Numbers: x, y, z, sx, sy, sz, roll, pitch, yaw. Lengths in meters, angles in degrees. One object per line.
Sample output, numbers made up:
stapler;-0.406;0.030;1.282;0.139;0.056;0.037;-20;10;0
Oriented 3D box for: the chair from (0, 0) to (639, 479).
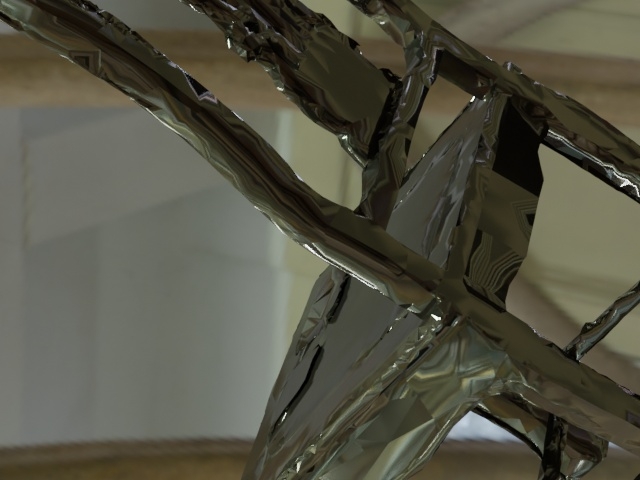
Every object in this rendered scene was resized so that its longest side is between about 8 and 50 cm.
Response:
chair;0.000;0.000;0.386;0.113;0.229;0.106;-50;12;37
